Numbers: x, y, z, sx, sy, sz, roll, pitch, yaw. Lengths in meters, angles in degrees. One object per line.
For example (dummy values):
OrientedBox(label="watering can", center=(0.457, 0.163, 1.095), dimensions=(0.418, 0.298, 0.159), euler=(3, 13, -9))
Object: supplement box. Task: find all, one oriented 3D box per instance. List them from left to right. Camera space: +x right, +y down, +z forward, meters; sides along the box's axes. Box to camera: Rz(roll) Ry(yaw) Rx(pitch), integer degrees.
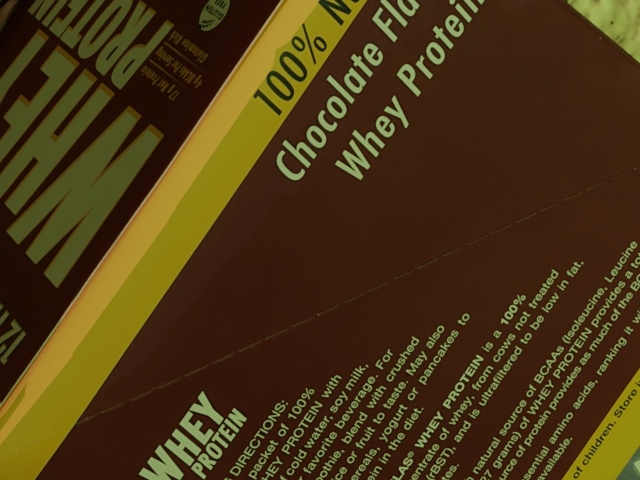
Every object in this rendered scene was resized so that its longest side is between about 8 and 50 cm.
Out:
OrientedBox(label="supplement box", center=(0.000, 0.000, 0.590), dimensions=(0.194, 0.129, 0.191), euler=(32, 94, -35))

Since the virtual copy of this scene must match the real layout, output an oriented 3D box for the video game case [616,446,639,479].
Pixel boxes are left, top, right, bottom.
OrientedBox(label="video game case", center=(0.183, 0.101, 0.767), dimensions=(0.196, 0.026, 0.274), euler=(14, 106, -16))
